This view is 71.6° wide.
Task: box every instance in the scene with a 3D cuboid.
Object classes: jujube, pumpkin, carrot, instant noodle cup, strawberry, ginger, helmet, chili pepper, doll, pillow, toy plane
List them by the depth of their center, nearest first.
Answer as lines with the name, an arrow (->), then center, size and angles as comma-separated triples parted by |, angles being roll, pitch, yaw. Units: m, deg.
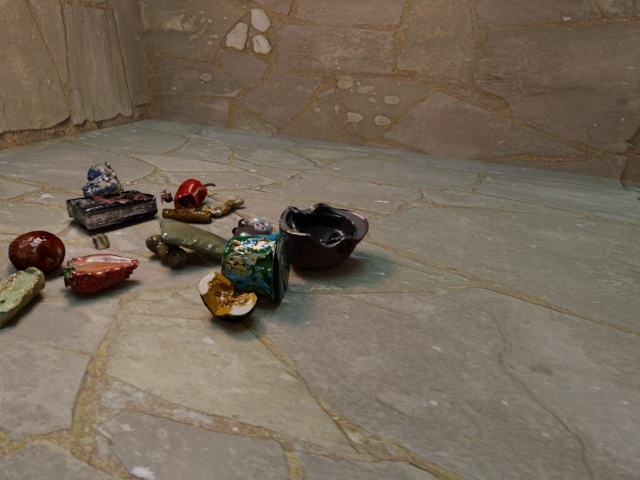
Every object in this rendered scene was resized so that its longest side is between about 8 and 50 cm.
pumpkin -> -0.281, 0.189, 1.350 | 0.183, 0.107, 0.119 | 31, 44, 20
instant noodle cup -> -0.209, 0.081, 1.456 | 0.178, 0.240, 0.240 | 3, 25, 11
strawberry -> -0.745, 0.109, 1.505 | 0.228, 0.098, 0.174 | -15, 31, -38
jujube -> -1.016, 0.042, 1.579 | 0.236, 0.168, 0.168 | 3, 21, 40
helmet -> 0.000, 0.000, 1.661 | 0.338, 0.197, 0.271 | -3, 34, -26
ginger -> -0.576, 0.040, 1.668 | 0.204, 0.080, 0.104 | 27, 3, 30
pillow -> -0.470, -0.002, 1.680 | 0.302, 0.075, 0.185 | 20, 15, -28
doll -> -0.271, -0.010, 1.747 | 0.182, 0.117, 0.257 | 34, 30, -1
carrot -> -0.612, -0.115, 2.022 | 0.229, 0.069, 0.069 | 3, 26, 3
ginger -> -0.466, -0.156, 2.130 | 0.193, 0.052, 0.176 | -8, 25, -1
chili pepper -> -0.632, -0.238, 2.188 | 0.131, 0.134, 0.338 | -19, 28, 10
toy plane -> -0.793, -0.227, 2.273 | 0.060, 0.037, 0.145 | -18, 35, -16

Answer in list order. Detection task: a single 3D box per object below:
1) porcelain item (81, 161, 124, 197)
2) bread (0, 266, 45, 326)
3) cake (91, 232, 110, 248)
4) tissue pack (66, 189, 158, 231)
porcelain item -> -1.148, -0.298, 2.316 | 0.186, 0.138, 0.288 | -29, 40, -19
bread -> -0.947, 0.176, 1.370 | 0.128, 0.088, 0.232 | -6, 32, 5
cake -> -0.899, -0.014, 1.802 | 0.051, 0.055, 0.140 | -23, 33, -30
tissue pack -> -0.938, -0.144, 2.002 | 0.245, 0.123, 0.332 | 18, 26, 41
